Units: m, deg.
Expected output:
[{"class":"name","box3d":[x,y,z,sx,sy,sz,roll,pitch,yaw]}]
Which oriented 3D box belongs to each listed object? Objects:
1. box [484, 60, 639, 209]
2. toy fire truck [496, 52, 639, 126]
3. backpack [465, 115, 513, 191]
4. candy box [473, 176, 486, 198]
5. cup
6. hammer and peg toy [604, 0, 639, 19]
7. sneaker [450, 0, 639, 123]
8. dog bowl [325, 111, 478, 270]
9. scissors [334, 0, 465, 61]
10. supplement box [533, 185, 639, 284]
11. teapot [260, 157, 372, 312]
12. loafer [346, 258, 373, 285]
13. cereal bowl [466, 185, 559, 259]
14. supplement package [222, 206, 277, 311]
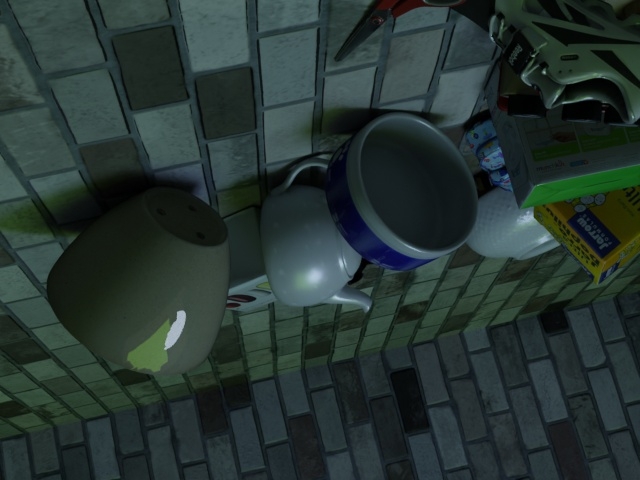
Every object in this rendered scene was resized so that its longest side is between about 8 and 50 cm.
[{"class":"box","box3d":[0.436,-0.200,1.736,0.262,0.231,0.126,-12,163,-7]},{"class":"toy fire truck","box3d":[0.378,-0.256,1.587,0.217,0.158,0.246,5,-177,2]},{"class":"backpack","box3d":[0.362,-0.176,1.946,0.158,0.116,0.173,-23,157,23]},{"class":"candy box","box3d":[0.272,-0.076,2.281,0.109,0.053,0.186,-7,162,-24]},{"class":"cup","box3d":[-0.291,0.044,1.871,0.331,0.331,0.237,5,129,-45]},{"class":"hammer and peg toy","box3d":[0.438,-0.373,1.380,0.361,0.127,0.266,-20,161,19]},{"class":"sneaker","box3d":[0.297,-0.258,1.373,0.331,0.146,0.122,25,169,15]},{"class":"dog bowl","box3d":[0.143,-0.084,1.809,0.265,0.264,0.104,-1,161,-35]},{"class":"scissors","box3d":[0.081,-0.323,1.435,0.109,0.021,0.297,27,154,-32]},{"class":"supplement box","box3d":[0.606,-0.114,1.984,0.356,0.194,0.195,-40,161,-1]},{"class":"teapot","box3d":[0.000,0.000,1.984,0.187,0.252,0.256,-7,164,12]},{"class":"loafer","box3d":[0.033,0.035,2.271,0.366,0.130,0.134,-14,164,28]},{"class":"cereal bowl","box3d":[0.477,-0.052,2.283,0.339,0.141,0.339,-22,168,-5]},{"class":"supplement package","box3d":[-0.148,0.045,2.169,0.194,0.149,0.203,-22,161,25]}]
